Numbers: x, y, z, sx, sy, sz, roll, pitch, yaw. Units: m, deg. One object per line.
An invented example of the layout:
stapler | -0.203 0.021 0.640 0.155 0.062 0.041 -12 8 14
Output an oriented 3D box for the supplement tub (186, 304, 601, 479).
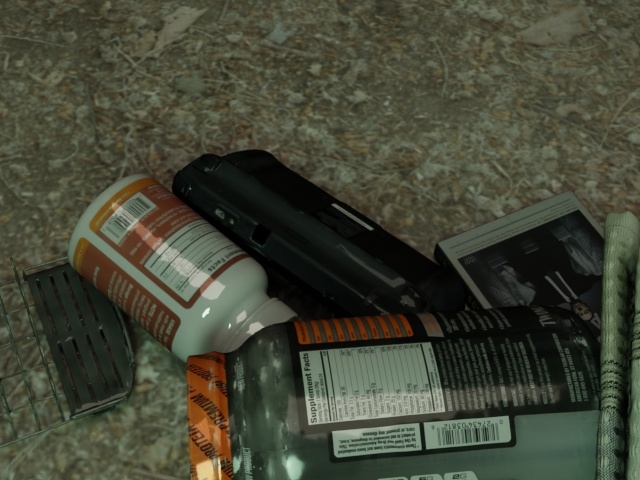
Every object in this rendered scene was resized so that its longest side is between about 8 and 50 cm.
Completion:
supplement tub | 0.060 0.165 0.853 0.338 0.207 0.207 -4 53 -6

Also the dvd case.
dvd case | 0.255 0.065 1.055 0.179 0.029 0.239 -21 56 -18

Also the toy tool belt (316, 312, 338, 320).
toy tool belt | 0.001 0.111 0.988 0.052 0.051 0.083 16 53 9

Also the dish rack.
dish rack | -0.321 0.108 0.958 0.271 0.074 0.208 -18 56 -17

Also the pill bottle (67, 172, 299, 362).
pill bottle | -0.131 0.042 0.983 0.216 0.121 0.121 39 59 13

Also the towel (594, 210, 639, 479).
towel | 0.293 0.177 0.811 0.056 0.312 0.324 -13 45 30

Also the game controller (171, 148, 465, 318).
game controller | 0.000 0.000 1.045 0.319 0.067 0.166 35 21 21
